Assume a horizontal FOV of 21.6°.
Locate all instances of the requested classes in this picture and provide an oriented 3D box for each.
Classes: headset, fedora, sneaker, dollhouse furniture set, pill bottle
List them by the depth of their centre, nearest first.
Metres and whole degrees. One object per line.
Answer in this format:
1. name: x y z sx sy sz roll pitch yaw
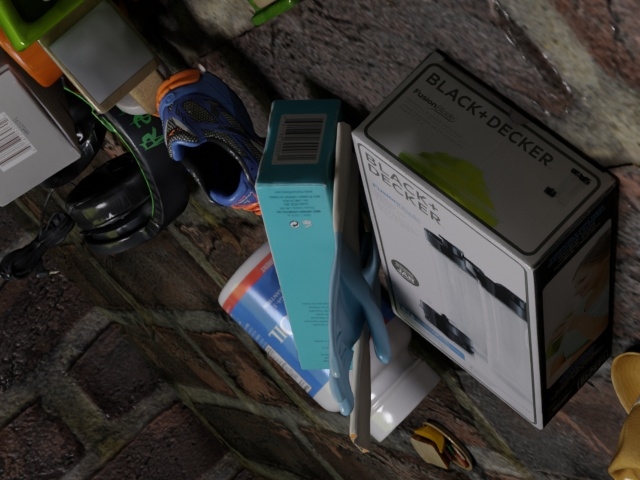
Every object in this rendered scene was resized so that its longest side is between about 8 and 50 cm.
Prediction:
1. dollhouse furniture set: -0.092 -0.183 1.093 0.151 0.197 0.301 50 166 -11
2. fedora: 0.274 0.168 1.261 0.194 0.079 0.194 43 166 14
3. sneaker: -0.065 -0.054 1.491 0.221 0.087 0.083 37 127 -28
4. pill bottle: 0.014 0.094 1.698 0.221 0.124 0.124 43 165 5
5. headset: -0.295 -0.069 1.991 0.243 0.185 0.394 46 154 2

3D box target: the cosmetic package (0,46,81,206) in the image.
1. cosmetic package: -0.317 -0.156 1.622 0.127 0.107 0.238 53 -170 -38

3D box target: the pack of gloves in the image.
1. pack of gloves: 0.045 0.044 1.383 0.046 0.232 0.195 -1 162 12

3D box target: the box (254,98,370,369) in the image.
1. box: 0.000 0.000 1.433 0.060 0.100 0.244 0 139 11

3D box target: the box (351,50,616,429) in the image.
1. box: 0.124 0.009 1.231 0.169 0.087 0.290 39 164 23

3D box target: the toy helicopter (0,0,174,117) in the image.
1. toy helicopter: -0.225 -0.213 1.604 0.235 0.140 0.355 45 179 -36

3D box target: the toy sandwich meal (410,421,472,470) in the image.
1. toy sandwich meal: 0.139 0.241 1.931 0.085 0.029 0.085 42 165 14
